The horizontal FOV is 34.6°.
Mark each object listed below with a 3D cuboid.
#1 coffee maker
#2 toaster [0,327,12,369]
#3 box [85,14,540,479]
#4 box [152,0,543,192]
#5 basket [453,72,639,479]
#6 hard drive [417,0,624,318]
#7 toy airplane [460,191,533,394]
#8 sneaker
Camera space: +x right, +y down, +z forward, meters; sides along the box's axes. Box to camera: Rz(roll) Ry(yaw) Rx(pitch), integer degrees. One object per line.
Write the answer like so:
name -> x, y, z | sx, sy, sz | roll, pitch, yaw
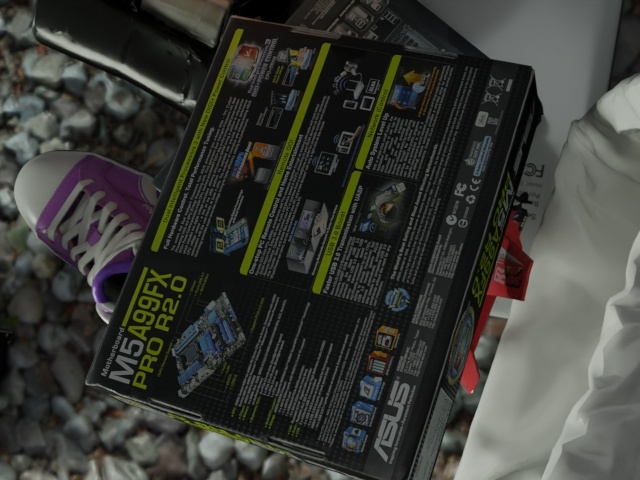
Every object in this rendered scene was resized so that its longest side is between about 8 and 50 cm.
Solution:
coffee maker -> -0.137, -0.161, 0.827 | 0.178, 0.120, 0.171 | 27, 92, 18
toaster -> -0.355, 0.139, 0.834 | 0.110, 0.168, 0.185 | 14, 87, 20
box -> 0.000, 0.000, 0.654 | 0.216, 0.060, 0.270 | 13, 74, 21
box -> 0.018, -0.066, 0.752 | 0.183, 0.059, 0.232 | 42, 96, 18
basket -> 0.232, 0.106, 0.555 | 0.266, 0.328, 0.331 | 20, 92, 4
hard drive -> 0.102, -0.126, 0.789 | 0.233, 0.047, 0.353 | 9, 87, 18
toy airplane -> 0.107, 0.038, 0.681 | 0.028, 0.151, 0.151 | 23, 91, -14
sneaker -> -0.153, 0.003, 0.792 | 0.282, 0.161, 0.102 | 32, 95, 19
